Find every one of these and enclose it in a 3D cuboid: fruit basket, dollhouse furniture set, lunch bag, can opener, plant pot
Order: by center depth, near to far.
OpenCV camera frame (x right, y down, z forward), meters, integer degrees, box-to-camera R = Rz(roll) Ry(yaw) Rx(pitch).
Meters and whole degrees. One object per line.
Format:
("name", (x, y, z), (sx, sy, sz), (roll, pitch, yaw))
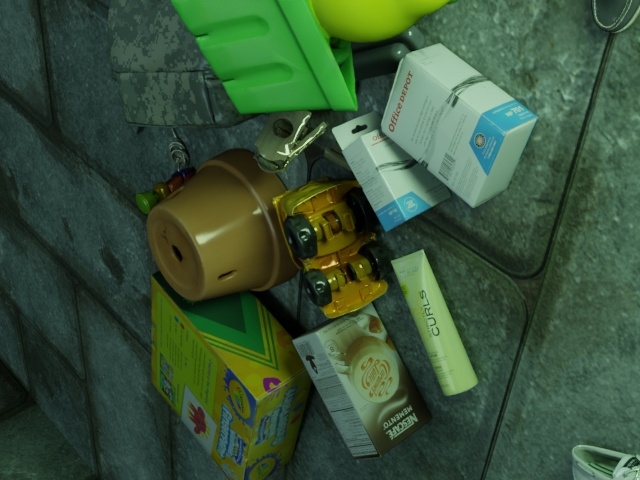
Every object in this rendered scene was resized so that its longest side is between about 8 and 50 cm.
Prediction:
("fruit basket", (0.000, -0.352, 1.161), (0.392, 0.392, 0.283), (109, 162, -47))
("can opener", (0.058, -0.268, 1.412), (0.093, 0.074, 0.280), (38, 158, -26))
("dollhouse furniture set", (-0.024, -0.138, 1.546), (0.161, 0.101, 0.182), (29, 172, 0))
("lunch bag", (-0.208, -0.339, 1.549), (0.305, 0.212, 0.256), (9, 122, 40))
("plant pot", (-0.202, -0.010, 1.799), (0.291, 0.203, 0.290), (33, 137, 37))

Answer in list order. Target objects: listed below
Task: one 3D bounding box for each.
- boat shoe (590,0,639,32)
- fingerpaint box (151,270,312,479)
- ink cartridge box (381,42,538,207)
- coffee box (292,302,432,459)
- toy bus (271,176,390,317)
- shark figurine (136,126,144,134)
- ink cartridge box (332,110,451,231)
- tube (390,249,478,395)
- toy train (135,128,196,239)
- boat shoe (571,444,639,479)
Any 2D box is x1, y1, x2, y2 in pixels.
("boat shoe", (0.324, -0.322, 1.006), (0.075, 0.065, 0.206), (33, 136, 36))
("fingerpaint box", (-0.206, 0.292, 2.027), (0.371, 0.163, 0.444), (45, 147, 25))
("ink cartridge box", (0.188, -0.162, 1.281), (0.190, 0.082, 0.139), (46, 142, 27))
("coffee box", (0.076, 0.252, 1.662), (0.098, 0.141, 0.246), (-28, 90, 56))
("toy bus", (0.000, 0.000, 1.604), (0.211, 0.149, 0.220), (22, 133, 61))
("shark figurine", (-0.311, -0.319, 1.820), (0.278, 0.116, 0.166), (-19, 95, 54))
("ink cartridge box", (0.107, -0.118, 1.399), (0.180, 0.104, 0.060), (61, 146, 2))
("tube", (0.185, 0.135, 1.512), (0.070, 0.062, 0.240), (-22, 89, 16))
("toy train", (-0.333, -0.107, 1.959), (0.105, 0.143, 0.248), (-7, 106, 54))
("boat shoe", (0.437, 0.339, 1.286), (0.226, 0.083, 0.075), (-5, 109, 55))
